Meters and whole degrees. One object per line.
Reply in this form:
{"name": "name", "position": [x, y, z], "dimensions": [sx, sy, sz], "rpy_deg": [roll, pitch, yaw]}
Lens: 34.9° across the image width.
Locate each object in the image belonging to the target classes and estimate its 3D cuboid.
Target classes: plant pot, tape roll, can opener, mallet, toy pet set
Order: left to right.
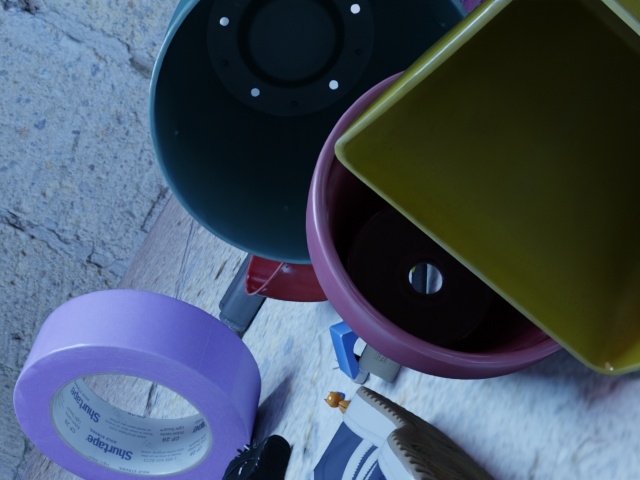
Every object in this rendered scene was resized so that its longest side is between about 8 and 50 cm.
{"name": "tape roll", "position": [-0.211, 0.185, 1.195], "dimensions": [0.275, 0.275, 0.090], "rpy_deg": [-51, 18, 38]}
{"name": "can opener", "position": [-0.142, 0.087, 1.485], "dimensions": [0.283, 0.095, 0.076], "rpy_deg": [-59, 16, 13]}
{"name": "plant pot", "position": [-0.016, -0.161, 0.964], "dimensions": [0.293, 0.293, 0.235], "rpy_deg": [-57, 23, 20]}
{"name": "toy pet set", "position": [0.028, 0.099, 0.945], "dimensions": [0.122, 0.065, 0.114], "rpy_deg": [-63, 15, -1]}
{"name": "mallet", "position": [0.089, 0.012, 0.961], "dimensions": [0.062, 0.039, 0.189], "rpy_deg": [-44, 28, 48]}
{"name": "plant pot", "position": [0.085, 0.004, 0.708], "dimensions": [0.180, 0.201, 0.201], "rpy_deg": [112, -179, -72]}
{"name": "plant pot", "position": [0.174, -0.080, 0.534], "dimensions": [0.187, 0.212, 0.212], "rpy_deg": [-55, 9, -28]}

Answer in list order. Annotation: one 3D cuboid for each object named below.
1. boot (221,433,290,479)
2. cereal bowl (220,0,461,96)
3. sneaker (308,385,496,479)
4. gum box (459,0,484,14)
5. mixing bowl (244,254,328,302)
{"name": "boot", "position": [-0.080, 0.262, 1.067], "dimensions": [0.099, 0.045, 0.121], "rpy_deg": [-41, 18, 49]}
{"name": "cereal bowl", "position": [0.049, -0.259, 1.203], "dimensions": [0.339, 0.141, 0.339], "rpy_deg": [-10, 73, 35]}
{"name": "sneaker", "position": [0.038, 0.198, 0.663], "dimensions": [0.153, 0.099, 0.282], "rpy_deg": [-58, 8, -1]}
{"name": "gum box", "position": [0.177, -0.197, 0.964], "dimensions": [0.107, 0.062, 0.188], "rpy_deg": [-65, 15, -7]}
{"name": "mixing bowl", "position": [0.000, 0.000, 1.150], "dimensions": [0.181, 0.098, 0.181], "rpy_deg": [-56, 17, 26]}
